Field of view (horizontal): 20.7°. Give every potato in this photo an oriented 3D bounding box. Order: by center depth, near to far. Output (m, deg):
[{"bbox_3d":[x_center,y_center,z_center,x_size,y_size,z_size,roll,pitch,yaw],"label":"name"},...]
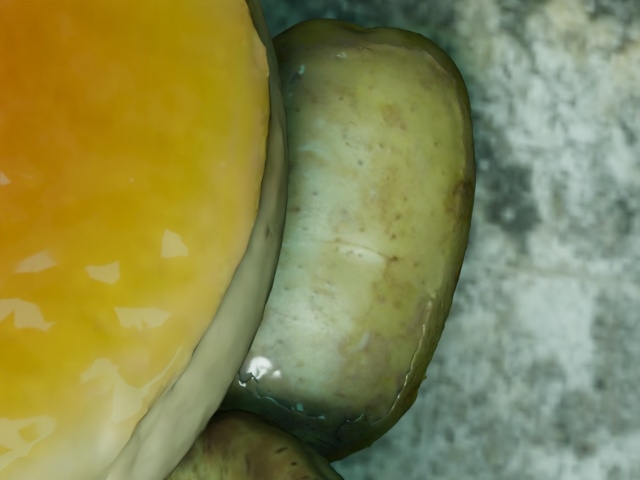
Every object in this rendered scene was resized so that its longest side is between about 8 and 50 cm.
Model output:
[{"bbox_3d":[0.000,0.000,0.634,0.107,0.080,0.170,17,81,-23],"label":"potato"}]

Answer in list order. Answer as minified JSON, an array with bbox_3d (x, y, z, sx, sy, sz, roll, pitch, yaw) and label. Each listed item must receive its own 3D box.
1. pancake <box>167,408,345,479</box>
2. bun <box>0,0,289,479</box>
[{"bbox_3d":[-0.059,0.167,0.512,0.031,0.250,0.250,28,75,-25],"label":"pancake"},{"bbox_3d":[-0.159,-0.021,0.542,0.299,0.165,0.299,4,74,-16],"label":"bun"}]
